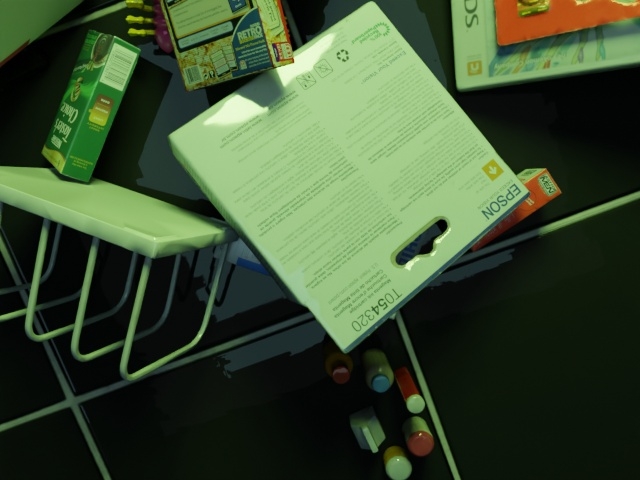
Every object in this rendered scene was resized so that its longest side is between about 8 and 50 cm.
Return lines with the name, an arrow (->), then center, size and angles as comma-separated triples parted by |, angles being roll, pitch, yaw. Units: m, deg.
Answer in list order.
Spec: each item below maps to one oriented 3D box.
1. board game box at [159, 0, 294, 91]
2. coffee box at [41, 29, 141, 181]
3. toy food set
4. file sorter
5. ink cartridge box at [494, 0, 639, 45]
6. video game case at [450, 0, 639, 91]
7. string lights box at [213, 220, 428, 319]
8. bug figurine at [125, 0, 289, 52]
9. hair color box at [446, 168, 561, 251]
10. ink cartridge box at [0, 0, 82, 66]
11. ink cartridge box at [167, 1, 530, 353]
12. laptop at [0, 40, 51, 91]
board game box -> -0.121, -0.284, 0.638 | 0.147, 0.045, 0.193 | -2, 110, 35
coffee box -> -0.302, -0.177, 0.721 | 0.041, 0.113, 0.184 | 18, 99, -43
toy food set -> 0.093, 0.245, 0.784 | 0.111, 0.104, 0.232 | -24, 97, 2
file sorter -> -0.277, 0.028, 0.672 | 0.278, 0.193, 0.172 | 18, 101, 15
ink cartridge box -> 0.320, -0.441, 0.590 | 0.309, 0.091, 0.384 | -3, 96, 29
video game case -> 0.324, -0.358, 0.679 | 0.329, 0.036, 0.299 | -2, 98, 26
string lights box -> 0.000, 0.000, 0.766 | 0.260, 0.077, 0.133 | 20, 97, -4
bug figurine -> -0.143, -0.350, 0.721 | 0.279, 0.072, 0.216 | 4, 103, -7
hair color box -> 0.251, -0.043, 0.769 | 0.141, 0.072, 0.043 | -35, 96, 4
ink cartridge box -> -0.493, -0.372, 0.598 | 0.385, 0.160, 0.279 | 37, 67, -4
ink cartridge box -> 0.041, -0.086, 0.698 | 0.324, 0.071, 0.330 | -38, 89, -15
laptop -> -0.665, -0.257, 0.749 | 0.408, 0.236, 0.381 | -40, 98, -25
